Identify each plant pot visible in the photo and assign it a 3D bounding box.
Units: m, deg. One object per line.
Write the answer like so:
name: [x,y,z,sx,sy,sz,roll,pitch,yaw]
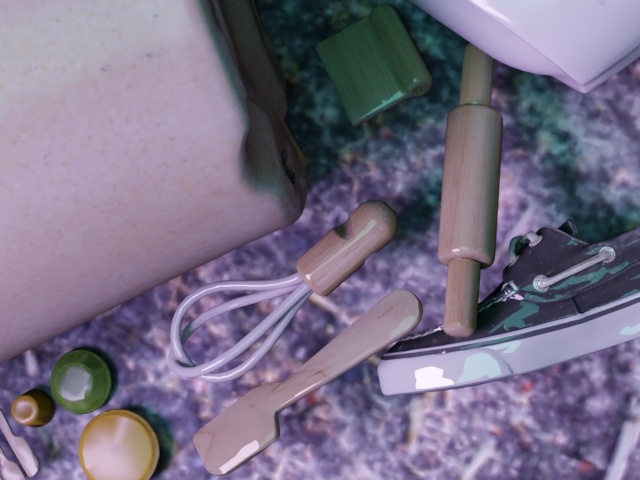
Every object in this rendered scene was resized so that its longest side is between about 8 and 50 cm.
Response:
plant pot: [-0.182,-0.067,0.940,0.305,0.334,0.333,-18,86,6]

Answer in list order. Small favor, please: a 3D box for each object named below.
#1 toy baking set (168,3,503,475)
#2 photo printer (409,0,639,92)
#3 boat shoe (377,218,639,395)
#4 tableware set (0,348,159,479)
toy baking set: [0.006,-0.002,0.997,0.197,0.030,0.256,-10,65,26]
photo printer: [0.094,-0.243,0.959,0.307,0.107,0.256,37,93,11]
boat shoe: [0.130,0.026,0.978,0.219,0.078,0.070,-18,87,5]
tableware set: [-0.130,0.145,1.069,0.104,0.024,0.154,-34,81,9]
